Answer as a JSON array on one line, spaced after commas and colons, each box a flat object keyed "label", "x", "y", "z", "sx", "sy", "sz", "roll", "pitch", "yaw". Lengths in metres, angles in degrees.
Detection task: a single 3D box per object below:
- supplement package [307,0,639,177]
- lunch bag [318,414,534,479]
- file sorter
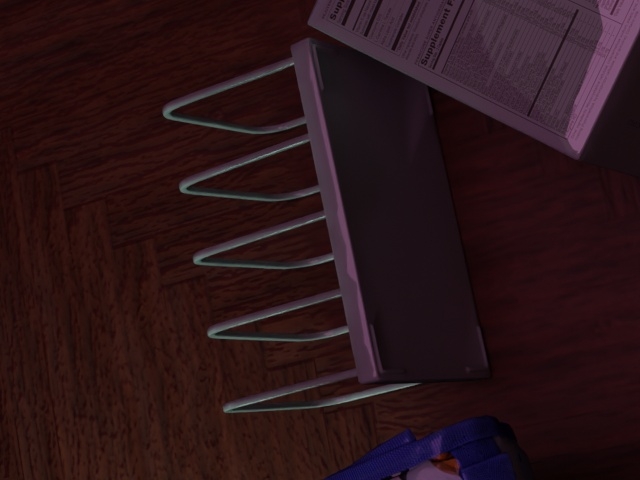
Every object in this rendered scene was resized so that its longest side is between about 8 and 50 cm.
[{"label": "supplement package", "x": 0.174, "y": -0.193, "z": 1.453, "sx": 0.262, "sy": 0.199, "sz": 0.198, "roll": 30, "pitch": 101, "yaw": 28}, {"label": "lunch bag", "x": 0.094, "y": 0.319, "z": 1.345, "sx": 0.385, "sy": 0.239, "sz": 0.328, "roll": 128, "pitch": 124, "yaw": -67}, {"label": "file sorter", "x": 0.000, "y": 0.000, "z": 1.550, "sx": 0.173, "sy": 0.193, "sz": 0.278, "roll": -18, "pitch": 78, "yaw": 31}]
